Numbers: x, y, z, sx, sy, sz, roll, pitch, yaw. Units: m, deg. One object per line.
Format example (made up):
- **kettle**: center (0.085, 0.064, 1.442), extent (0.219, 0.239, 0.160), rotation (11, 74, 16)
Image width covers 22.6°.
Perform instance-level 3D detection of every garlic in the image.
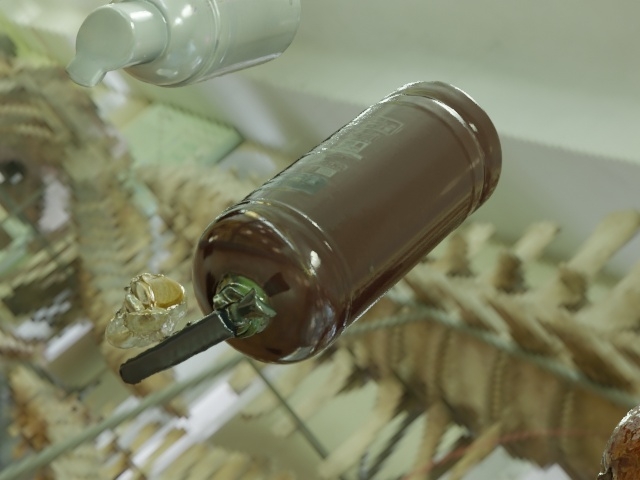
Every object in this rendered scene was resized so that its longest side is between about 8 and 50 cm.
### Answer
- **garlic**: center (-0.211, 0.091, 1.933), extent (0.094, 0.113, 0.074), rotation (33, -35, 57)

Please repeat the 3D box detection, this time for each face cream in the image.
- **face cream**: center (-0.160, -0.247, 1.825), extent (0.145, 0.145, 0.369), rotation (49, 27, 5)

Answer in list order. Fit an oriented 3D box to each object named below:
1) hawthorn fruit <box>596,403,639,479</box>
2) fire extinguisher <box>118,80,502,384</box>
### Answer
- **hawthorn fruit**: center (0.341, 0.241, 1.435), extent (0.249, 0.215, 0.215), rotation (9, -6, -4)
- **fire extinguisher**: center (0.000, 0.000, 1.114), extent (0.135, 0.337, 0.114), rotation (-28, -83, 39)
